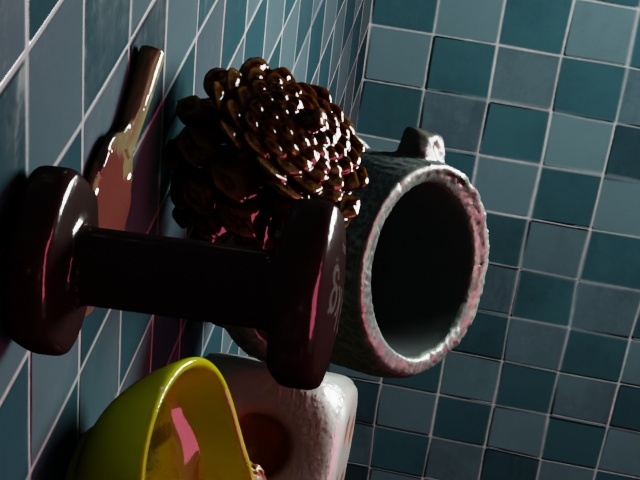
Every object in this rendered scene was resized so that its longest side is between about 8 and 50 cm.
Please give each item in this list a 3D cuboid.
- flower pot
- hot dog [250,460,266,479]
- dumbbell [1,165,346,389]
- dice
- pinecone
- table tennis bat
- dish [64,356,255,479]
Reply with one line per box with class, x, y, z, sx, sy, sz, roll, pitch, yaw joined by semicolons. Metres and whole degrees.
flower pot;0.000;0.000;1.912;0.299;0.283;0.299;-15;110;-47
hot dog;-0.127;0.283;1.710;0.256;0.153;0.150;-50;150;-78
dumbbell;-0.097;0.026;1.183;0.140;0.225;0.124;68;30;-75
dice;-0.064;0.240;2.055;0.192;0.194;0.193;26;73;-82
pinecone;-0.060;-0.063;1.648;0.208;0.208;0.207;11;90;-84
table tennis bat;-0.167;-0.050;1.405;0.131;0.022;0.234;82;21;-71
dish;-0.144;0.233;1.506;0.221;0.108;0.262;-70;149;-49
